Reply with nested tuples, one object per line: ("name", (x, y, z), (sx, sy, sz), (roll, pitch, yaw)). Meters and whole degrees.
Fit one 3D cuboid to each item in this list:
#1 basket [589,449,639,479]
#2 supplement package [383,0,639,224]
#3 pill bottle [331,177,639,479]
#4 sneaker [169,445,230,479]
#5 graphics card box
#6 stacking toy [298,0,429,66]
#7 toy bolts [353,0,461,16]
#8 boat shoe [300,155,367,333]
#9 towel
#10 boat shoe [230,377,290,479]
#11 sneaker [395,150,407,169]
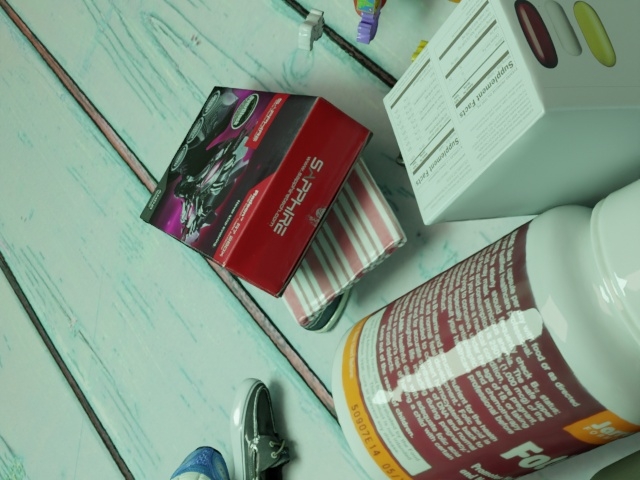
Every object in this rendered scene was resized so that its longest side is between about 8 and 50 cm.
("basket", (0.332, 0.232, 0.824), (0.154, 0.204, 0.227), (68, 155, 18))
("supplement package", (0.232, -0.128, 0.900), (0.204, 0.261, 0.145), (-49, 52, 55))
("pill bottle", (0.216, 0.104, 0.952), (0.392, 0.224, 0.224), (-34, 62, 37))
("sneaker", (-0.176, 0.439, 1.384), (0.129, 0.147, 0.330), (14, 117, 3))
("graphics card box", (-0.101, -0.081, 1.266), (0.233, 0.094, 0.371), (-61, 27, -3))
("stacking toy", (0.064, -0.301, 1.153), (0.166, 0.052, 0.221), (19, 138, 11))
("toy bolts", (0.118, -0.388, 1.193), (0.228, 0.218, 0.159), (-33, 27, 48))
("boat shoe", (0.000, 0.000, 1.278), (0.095, 0.079, 0.255), (22, 102, 38))
("towel", (0.010, -0.002, 1.207), (0.197, 0.029, 0.144), (-41, 62, 27))
("boat shoe", (-0.077, 0.306, 1.326), (0.076, 0.080, 0.229), (-2, 80, 27))
("sneaker", (0.133, -0.156, 1.175), (0.061, 0.064, 0.158), (20, 100, 44))
